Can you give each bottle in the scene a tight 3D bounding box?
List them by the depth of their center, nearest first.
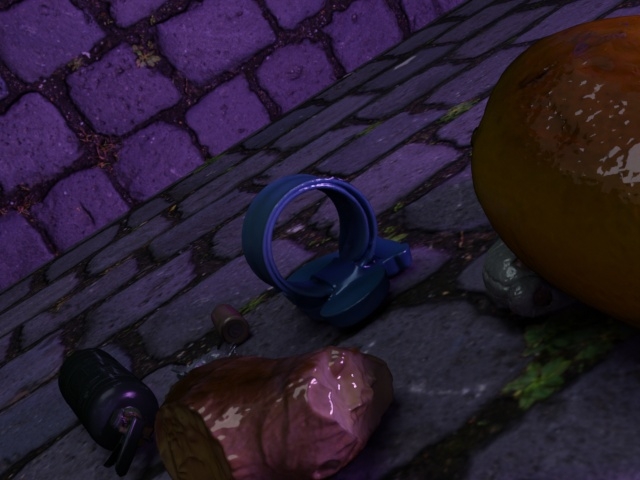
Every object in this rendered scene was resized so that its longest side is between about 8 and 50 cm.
[{"bbox_3d":[-0.141,0.126,1.085,0.045,0.045,0.096,-34,19,-12],"label":"bottle"}]

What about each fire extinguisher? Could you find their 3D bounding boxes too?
[{"bbox_3d":[-0.296,0.230,0.985,0.311,0.095,0.114,4,61,60],"label":"fire extinguisher"}]

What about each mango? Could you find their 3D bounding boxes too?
[{"bbox_3d":[0.319,-0.048,0.582,0.301,0.220,0.445,-31,38,-18],"label":"mango"}]

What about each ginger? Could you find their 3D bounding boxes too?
[{"bbox_3d":[-0.044,0.173,0.716,0.221,0.130,0.275,-28,15,-27],"label":"ginger"}]

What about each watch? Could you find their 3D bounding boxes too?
[{"bbox_3d":[0.000,0.000,0.966,0.211,0.193,0.211,-27,22,12],"label":"watch"}]

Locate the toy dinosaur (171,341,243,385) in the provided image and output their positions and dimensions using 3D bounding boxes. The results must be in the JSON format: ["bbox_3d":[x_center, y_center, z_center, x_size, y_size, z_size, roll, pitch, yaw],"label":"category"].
[{"bbox_3d":[-0.143,0.174,0.976,0.209,0.039,0.082,-7,28,48],"label":"toy dinosaur"}]

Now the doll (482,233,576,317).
[{"bbox_3d":[0.226,0.029,0.756,0.103,0.072,0.214,1,19,13],"label":"doll"}]
